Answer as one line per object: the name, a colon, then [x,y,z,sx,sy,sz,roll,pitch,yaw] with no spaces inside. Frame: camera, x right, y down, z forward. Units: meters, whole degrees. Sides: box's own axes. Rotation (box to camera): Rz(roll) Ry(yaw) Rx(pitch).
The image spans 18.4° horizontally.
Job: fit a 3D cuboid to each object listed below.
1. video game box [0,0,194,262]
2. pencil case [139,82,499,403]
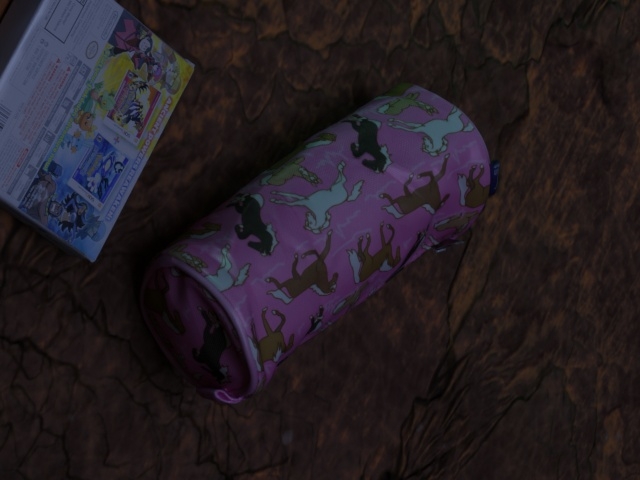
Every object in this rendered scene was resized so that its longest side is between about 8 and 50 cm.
video game box: [-0.220,-0.113,1.708,0.187,0.048,0.205,39,73,-43]
pencil case: [0.000,0.000,1.896,0.386,0.167,0.160,-35,162,-35]
